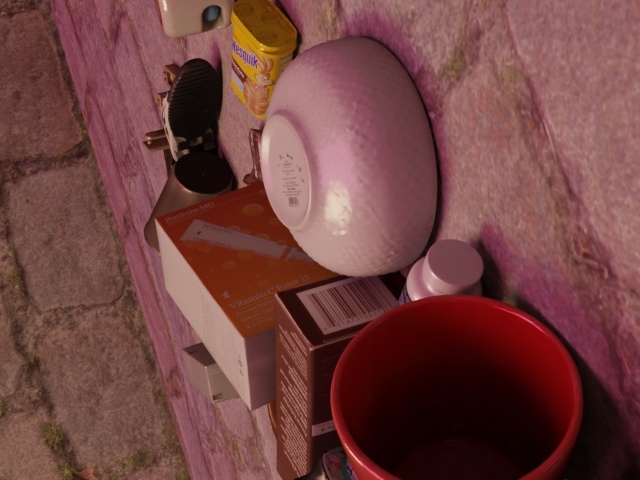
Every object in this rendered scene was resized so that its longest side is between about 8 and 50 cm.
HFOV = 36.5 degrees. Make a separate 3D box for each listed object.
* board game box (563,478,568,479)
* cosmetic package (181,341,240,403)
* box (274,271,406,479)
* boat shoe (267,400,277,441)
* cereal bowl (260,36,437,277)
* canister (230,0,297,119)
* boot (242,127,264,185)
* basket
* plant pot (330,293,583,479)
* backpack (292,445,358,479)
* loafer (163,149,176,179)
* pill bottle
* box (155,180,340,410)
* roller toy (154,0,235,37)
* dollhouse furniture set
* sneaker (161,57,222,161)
[{"bbox_3d":[0.196,0.529,0.914,0.356,0.356,0.356,45,147,28],"label":"board game box"},{"bbox_3d":[-0.245,0.313,2.365,0.238,0.127,0.107,4,107,67],"label":"cosmetic package"},{"bbox_3d":[0.040,0.238,1.469,0.143,0.191,0.381,-127,29,-46],"label":"box"},{"bbox_3d":[-0.069,0.392,2.030,0.073,0.073,0.207,-23,83,68],"label":"boat shoe"},{"bbox_3d":[0.012,-0.106,1.336,0.339,0.141,0.339,37,133,54],"label":"cereal bowl"},{"bbox_3d":[-0.098,-0.299,1.610,0.126,0.073,0.170,51,153,27],"label":"canister"},{"bbox_3d":[-0.125,-0.161,1.840,0.106,0.037,0.114,12,119,53],"label":"boot"},{"bbox_3d":[-0.273,-0.071,2.127,0.227,0.204,0.154,112,180,-47],"label":"basket"},{"bbox_3d":[0.157,0.240,1.105,0.275,0.275,0.243,54,161,44],"label":"plant pot"},{"bbox_3d":[0.105,0.376,1.325,0.191,0.253,0.225,-43,59,26],"label":"backpack"},{"bbox_3d":[-0.328,-0.154,2.317,0.078,0.080,0.220,139,114,-68],"label":"loafer"},{"bbox_3d":[0.147,0.076,1.209,0.169,0.094,0.094,103,146,-52],"label":"pill bottle"},{"bbox_3d":[-0.107,0.082,1.634,0.345,0.215,0.168,46,149,42],"label":"box"},{"bbox_3d":[-0.232,-0.471,1.748,0.209,0.146,0.191,-120,18,-57],"label":"roller toy"},{"bbox_3d":[-0.369,-0.309,2.252,0.144,0.123,0.151,-136,36,-54],"label":"dollhouse furniture set"},{"bbox_3d":[-0.292,-0.287,2.069,0.146,0.122,0.330,62,156,27],"label":"sneaker"}]
